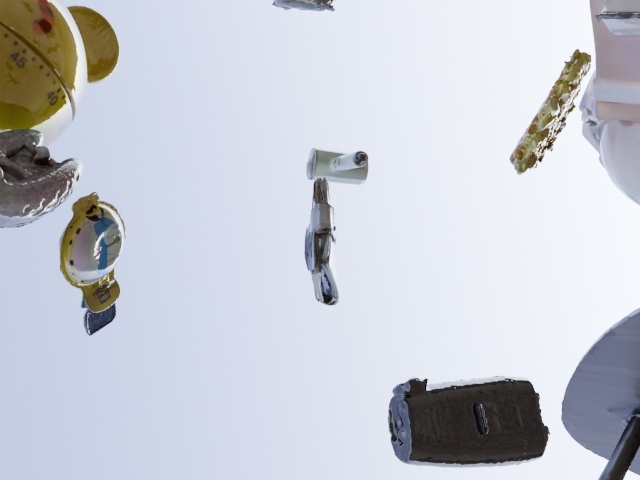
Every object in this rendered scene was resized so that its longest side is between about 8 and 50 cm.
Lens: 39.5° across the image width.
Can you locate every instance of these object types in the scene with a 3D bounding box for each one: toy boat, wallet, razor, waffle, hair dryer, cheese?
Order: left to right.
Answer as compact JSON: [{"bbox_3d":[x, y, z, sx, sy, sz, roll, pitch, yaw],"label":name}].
[{"bbox_3d":[-0.452,-0.106,1.323,0.155,0.085,0.227,37,-146,3],"label":"toy boat"},{"bbox_3d":[-0.373,0.040,1.482,0.156,0.064,0.250,-39,-42,-49],"label":"cheese"},{"bbox_3d":[0.000,0.000,1.814,0.170,0.069,0.230,83,-178,-55],"label":"wallet"},{"bbox_3d":[0.062,-0.169,1.915,0.131,0.236,0.073,6,-95,-16],"label":"hair dryer"},{"bbox_3d":[0.301,0.369,1.822,0.327,0.107,0.189,2,-116,-18],"label":"razor"},{"bbox_3d":[0.410,-0.223,1.563,0.059,0.237,0.243,32,-157,11],"label":"waffle"}]

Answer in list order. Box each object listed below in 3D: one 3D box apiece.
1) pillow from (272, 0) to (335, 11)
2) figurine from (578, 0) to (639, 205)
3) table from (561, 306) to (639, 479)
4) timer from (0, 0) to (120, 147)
[{"bbox_3d":[0.046,-0.442,1.492,0.255,0.169,0.059,-28,-64,-26],"label":"pillow"},{"bbox_3d":[0.271,-0.109,0.662,0.141,0.163,0.236,-50,-49,-34],"label":"figurine"},{"bbox_3d":[0.277,0.213,0.624,0.317,0.317,0.249,49,-126,-21],"label":"table"},{"bbox_3d":[-0.553,-0.329,1.528,0.376,0.376,0.386,40,-122,-29],"label":"timer"}]
